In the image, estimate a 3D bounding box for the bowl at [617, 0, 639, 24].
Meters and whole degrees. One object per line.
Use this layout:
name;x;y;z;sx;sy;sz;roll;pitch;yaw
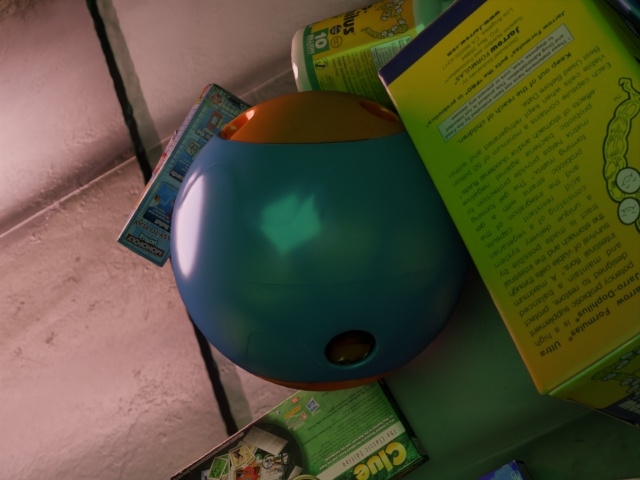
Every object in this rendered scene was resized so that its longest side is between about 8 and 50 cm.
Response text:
bowl;0.455;-0.333;1.014;0.391;0.077;0.391;-14;62;28

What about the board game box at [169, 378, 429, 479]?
board game box;-0.027;0.240;1.134;0.259;0.030;0.136;-35;63;12

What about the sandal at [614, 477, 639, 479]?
sandal;0.348;0.246;0.937;0.265;0.076;0.102;-10;72;21

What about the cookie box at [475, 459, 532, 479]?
cookie box;0.163;0.274;1.032;0.107;0.040;0.092;-30;66;13

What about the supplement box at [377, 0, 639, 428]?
supplement box;0.233;-0.049;0.919;0.195;0.194;0.356;-39;54;23

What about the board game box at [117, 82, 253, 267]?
board game box;-0.151;-0.072;1.187;0.060;0.194;0.194;32;88;-12

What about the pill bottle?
pill bottle;0.084;-0.200;1.154;0.208;0.117;0.118;-14;71;21

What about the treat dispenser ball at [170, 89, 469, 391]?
treat dispenser ball;0.000;0.000;1.040;0.288;0.288;0.288;-6;73;22
